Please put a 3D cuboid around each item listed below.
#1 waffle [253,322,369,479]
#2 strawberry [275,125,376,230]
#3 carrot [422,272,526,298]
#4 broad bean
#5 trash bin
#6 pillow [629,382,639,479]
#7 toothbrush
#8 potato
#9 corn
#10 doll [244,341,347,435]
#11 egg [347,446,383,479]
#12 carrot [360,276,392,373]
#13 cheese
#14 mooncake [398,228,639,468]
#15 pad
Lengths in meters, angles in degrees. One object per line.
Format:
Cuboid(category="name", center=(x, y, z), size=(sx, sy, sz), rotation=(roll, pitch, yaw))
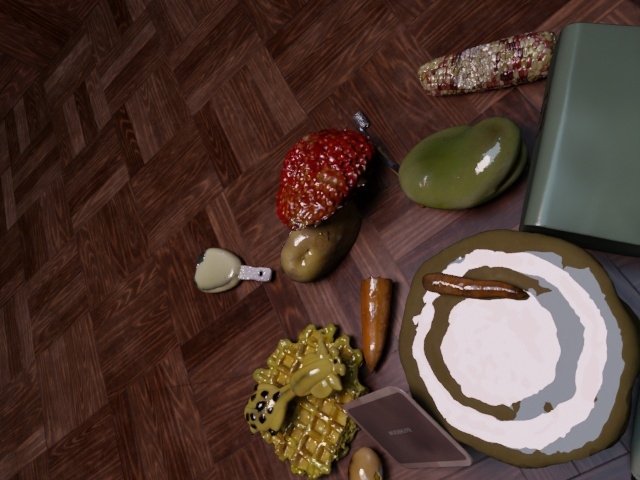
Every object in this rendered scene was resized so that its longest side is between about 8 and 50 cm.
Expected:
Cuboid(category="waffle", center=(-0.018, 0.349, 1.033), size=(0.312, 0.060, 0.307), rotation=(-40, 60, 19))
Cuboid(category="strawberry", center=(0.000, -0.157, 1.028), size=(0.234, 0.137, 0.306), rotation=(-14, 30, 21))
Cuboid(category="carrot", center=(0.238, 0.075, 0.737), size=(0.165, 0.036, 0.035), rotation=(6, 80, 37))
Cuboid(category="broad bean", center=(0.286, -0.151, 0.953), size=(0.263, 0.121, 0.188), rotation=(-10, 67, 41))
Cuboid(category="trash bin", center=(0.477, -0.162, 0.777), size=(0.223, 0.158, 0.343), rotation=(14, 85, 18))
Cuboid(category="pillow", center=(0.539, 0.211, 0.605), size=(0.119, 0.310, 0.312), rotation=(15, 81, -6))
Cuboid(category="toothbrush", center=(0.155, -0.194, 1.094), size=(0.031, 0.023, 0.321), rotation=(-43, 58, 26))
Cuboid(category="potato", center=(0.000, 0.000, 1.072), size=(0.098, 0.138, 0.243), rotation=(36, 100, 29))
Cuboid(category="corn", center=(0.342, -0.366, 0.979), size=(0.290, 0.098, 0.098), rotation=(-1, 76, 31))
Cuboid(category="doll", center=(-0.059, 0.318, 0.981), size=(0.291, 0.086, 0.117), rotation=(-40, 62, 22))
Cuboid(category="egg", center=(0.091, 0.457, 0.926), size=(0.071, 0.071, 0.083), rotation=(-1, 71, 32))
Cuboid(category="carrot", center=(0.114, 0.181, 0.991), size=(0.072, 0.072, 0.204), rotation=(1, 80, 32))
Cuboid(category="cheese", center=(-0.232, 0.086, 1.244), size=(0.252, 0.054, 0.127), rotation=(3, 78, 32))
Cuboid(category="mooncake", center=(0.328, 0.175, 0.787), size=(0.379, 0.201, 0.378), rotation=(-12, 69, 34))
Cuboid(category="pad", center=(0.141, 0.341, 0.828), size=(0.176, 0.266, 0.002), rotation=(44, 58, 6))
